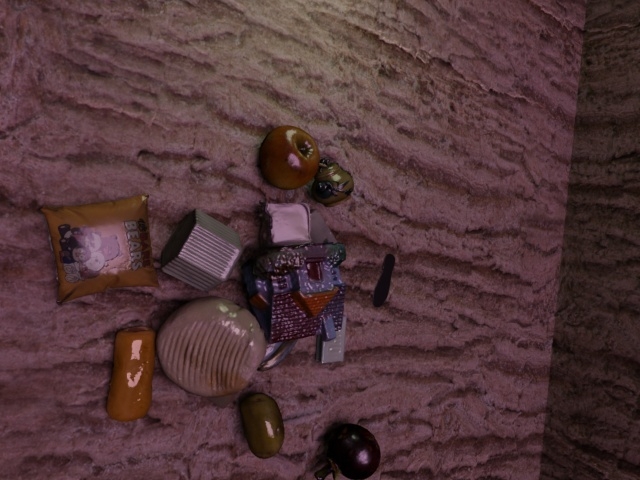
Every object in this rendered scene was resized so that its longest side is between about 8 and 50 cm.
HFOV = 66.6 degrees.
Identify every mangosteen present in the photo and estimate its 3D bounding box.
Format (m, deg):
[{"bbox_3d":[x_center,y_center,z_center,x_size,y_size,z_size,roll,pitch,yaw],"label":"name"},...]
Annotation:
[{"bbox_3d":[0.109,0.901,2.015,0.289,0.231,0.231,-40,113,-19],"label":"mangosteen"}]

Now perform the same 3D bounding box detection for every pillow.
[{"bbox_3d":[-0.675,0.022,1.519,0.313,0.119,0.309,-10,95,-30],"label":"pillow"}]

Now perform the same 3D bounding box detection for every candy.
[{"bbox_3d":[-0.134,-0.064,1.830,0.196,0.137,0.184,-6,94,-17],"label":"candy"}]

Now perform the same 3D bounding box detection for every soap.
[{"bbox_3d":[0.046,0.407,2.037,0.115,0.063,0.198,2,91,-31],"label":"soap"}]

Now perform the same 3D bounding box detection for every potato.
[{"bbox_3d":[-0.214,0.688,1.817,0.149,0.197,0.228,-7,63,-37],"label":"potato"}]

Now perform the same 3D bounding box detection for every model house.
[{"bbox_3d":[-0.078,0.211,1.760,0.361,0.297,0.338,-4,76,-34],"label":"model house"}]

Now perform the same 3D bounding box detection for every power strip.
[{"bbox_3d":[0.000,0.000,1.994,0.118,0.046,0.270,-43,112,-26],"label":"power strip"}]

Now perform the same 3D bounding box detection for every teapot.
[{"bbox_3d":[0.041,-0.244,1.934,0.182,0.173,0.269,67,29,-22],"label":"teapot"}]

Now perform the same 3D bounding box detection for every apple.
[{"bbox_3d":[-0.123,-0.304,1.823,0.237,0.208,0.236,15,67,-39],"label":"apple"}]

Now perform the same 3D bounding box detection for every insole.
[{"bbox_3d":[0.291,0.183,2.216,0.086,0.005,0.253,22,82,-33],"label":"insole"}]

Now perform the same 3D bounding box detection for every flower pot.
[{"bbox_3d":[-0.401,0.036,1.641,0.190,0.239,0.209,34,46,-29],"label":"flower pot"}]

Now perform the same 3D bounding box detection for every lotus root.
[{"bbox_3d":[-0.163,0.355,1.859,0.322,0.140,0.158,-44,136,-31],"label":"lotus root"}]

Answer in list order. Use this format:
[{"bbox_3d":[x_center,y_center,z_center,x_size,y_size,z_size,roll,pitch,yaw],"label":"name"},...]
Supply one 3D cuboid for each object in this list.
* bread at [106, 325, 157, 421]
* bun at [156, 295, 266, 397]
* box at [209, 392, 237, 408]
[{"bbox_3d":[-0.616,0.438,1.603,0.142,0.091,0.304,5,91,-38],"label":"bread"},{"bbox_3d":[-0.366,0.350,1.668,0.366,0.219,0.364,1,106,4],"label":"bun"},{"bbox_3d":[-0.374,0.551,1.796,0.126,0.031,0.091,48,68,-25],"label":"box"}]
